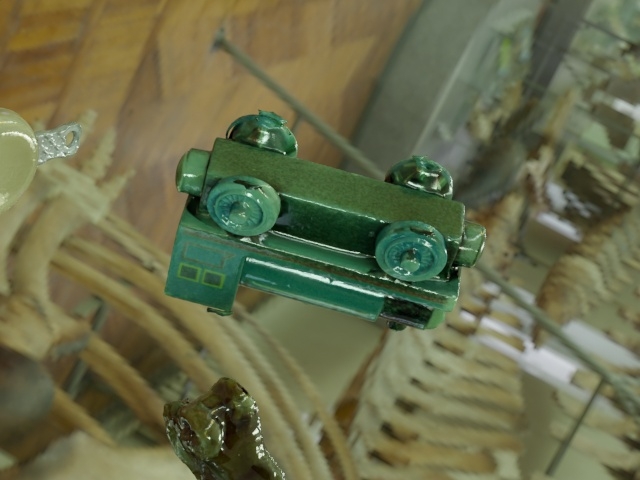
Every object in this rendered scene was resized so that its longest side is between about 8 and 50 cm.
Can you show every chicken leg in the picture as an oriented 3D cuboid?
[{"bbox_3d":[-0.052,0.286,1.282,0.211,0.361,0.140,-19,-163,40],"label":"chicken leg"}]

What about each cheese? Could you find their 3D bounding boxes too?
[{"bbox_3d":[-0.420,-0.095,1.846,0.249,0.071,0.163,6,109,-62],"label":"cheese"}]

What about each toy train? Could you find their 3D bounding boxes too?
[{"bbox_3d":[0.000,0.000,1.332,0.120,0.298,0.194,-78,-176,-46],"label":"toy train"}]
